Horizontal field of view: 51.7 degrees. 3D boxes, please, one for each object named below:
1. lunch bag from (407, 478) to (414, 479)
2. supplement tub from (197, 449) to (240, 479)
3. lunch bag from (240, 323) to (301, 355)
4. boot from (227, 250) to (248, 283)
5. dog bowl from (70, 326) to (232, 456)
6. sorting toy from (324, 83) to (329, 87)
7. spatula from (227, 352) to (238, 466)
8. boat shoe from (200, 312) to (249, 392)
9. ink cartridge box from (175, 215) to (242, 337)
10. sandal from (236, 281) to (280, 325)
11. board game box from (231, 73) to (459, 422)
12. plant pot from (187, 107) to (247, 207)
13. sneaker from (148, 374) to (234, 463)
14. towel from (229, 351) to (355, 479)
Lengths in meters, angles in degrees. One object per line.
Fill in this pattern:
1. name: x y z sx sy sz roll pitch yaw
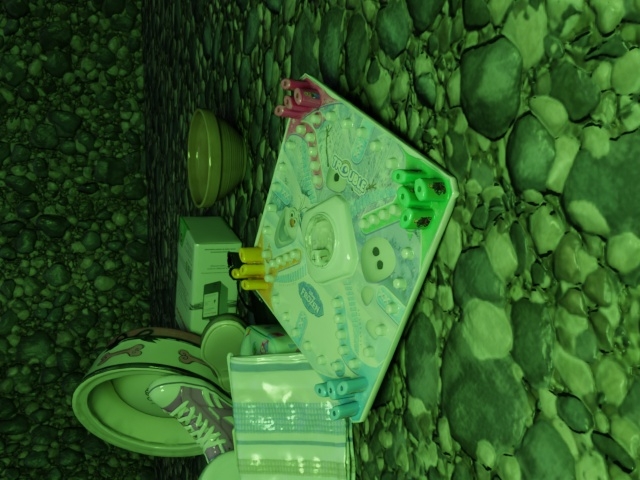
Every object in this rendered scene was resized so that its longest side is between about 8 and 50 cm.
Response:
1. lunch bag: 0.132 0.455 0.748 0.293 0.138 0.221 23 110 55
2. supplement tub: -0.195 0.595 1.416 0.316 0.193 0.194 116 144 -46
3. lunch bag: -0.068 0.299 1.210 0.224 0.107 0.279 -176 85 -66
4. boot: -0.147 0.033 1.385 0.045 0.099 0.121 129 135 -55
5. dog bowl: -0.393 0.376 1.650 0.150 0.407 0.408 -86 13 -46
6. sorting toy: 0.012 -0.124 1.092 0.193 0.038 0.208 111 152 -42
7. spatula: -0.144 0.310 1.345 0.019 0.168 0.242 4 109 24
8. boat shoe: -0.198 0.228 1.439 0.335 0.112 0.096 90 172 -55
9. ink cartridge box: -0.296 0.104 1.712 0.211 0.121 0.289 -136 48 -59
10. sandal: -0.143 0.119 1.438 0.255 0.054 0.097 -113 31 -41
11. board game box: 0.000 0.000 0.979 0.390 0.050 0.390 47 128 45
12. plant pot: -0.244 -0.195 1.587 0.237 0.109 0.238 179 90 -67
13. sneaker: -0.256 0.409 1.457 0.102 0.282 0.161 -42 32 25
14. towel: -0.046 0.321 1.079 0.034 0.209 0.285 0 -95 -73
